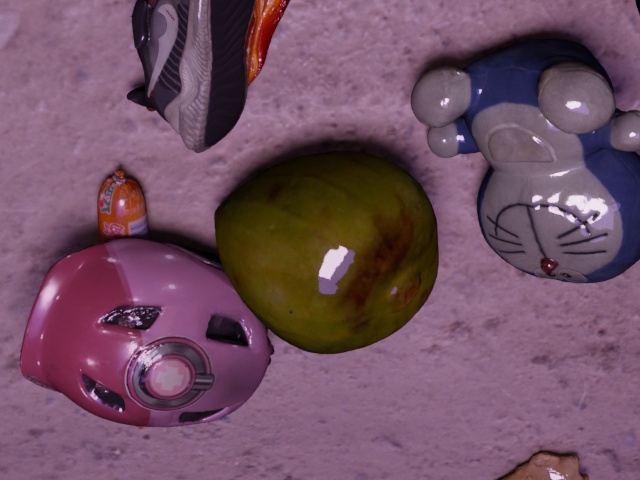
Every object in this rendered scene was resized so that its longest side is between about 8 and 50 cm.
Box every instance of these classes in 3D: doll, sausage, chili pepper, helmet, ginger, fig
[{"bbox_3d":[0.221,-0.068,0.980,0.228,0.154,0.258,1,121,37],"label":"doll"},{"bbox_3d":[-0.209,0.078,1.110,0.053,0.053,0.348,0,122,-2],"label":"sausage"},{"bbox_3d":[-0.051,-0.218,0.945,0.045,0.027,0.178,11,121,-4],"label":"chili pepper"},{"bbox_3d":[-0.155,0.110,1.032,0.253,0.154,0.198,0,116,-50],"label":"helmet"},{"bbox_3d":[0.258,0.323,1.289,0.173,0.051,0.069,-37,111,25],"label":"ginger"},{"bbox_3d":[0.000,0.000,1.010,0.225,0.203,0.203,26,127,29],"label":"fig"}]

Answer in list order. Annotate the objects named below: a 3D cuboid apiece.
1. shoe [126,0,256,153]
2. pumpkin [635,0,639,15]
[{"bbox_3d":[-0.126,-0.192,0.918,0.112,0.099,0.228,20,126,21],"label":"shoe"},{"bbox_3d":[0.409,-0.251,0.749,0.266,0.363,0.363,35,115,-20],"label":"pumpkin"}]
